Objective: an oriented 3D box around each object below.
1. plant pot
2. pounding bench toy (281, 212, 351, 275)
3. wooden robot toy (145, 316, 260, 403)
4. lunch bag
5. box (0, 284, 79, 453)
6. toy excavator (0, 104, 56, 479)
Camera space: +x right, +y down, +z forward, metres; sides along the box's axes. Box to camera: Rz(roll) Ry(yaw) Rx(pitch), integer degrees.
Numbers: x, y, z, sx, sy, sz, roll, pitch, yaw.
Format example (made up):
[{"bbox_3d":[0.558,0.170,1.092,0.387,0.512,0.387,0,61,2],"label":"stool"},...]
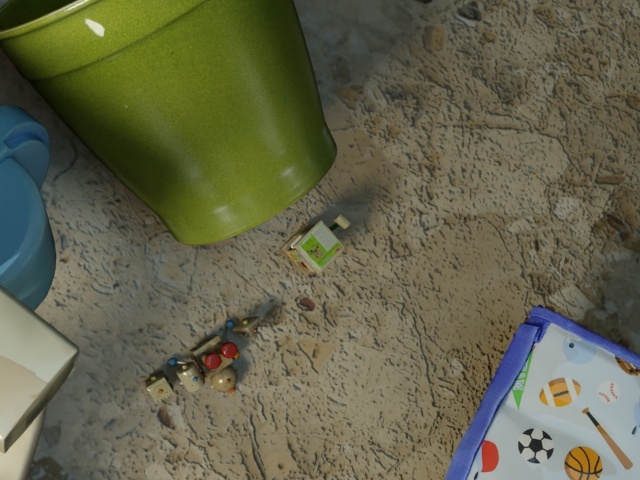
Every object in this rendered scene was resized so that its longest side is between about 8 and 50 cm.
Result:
[{"bbox_3d":[-0.158,-0.198,1.868,0.366,0.366,0.353,-36,111,-17],"label":"plant pot"},{"bbox_3d":[0.000,0.000,2.043,0.083,0.065,0.052,-45,101,-15],"label":"pounding bench toy"},{"bbox_3d":[-0.136,0.172,1.991,0.173,0.076,0.079,-34,110,-17],"label":"wooden robot toy"},{"bbox_3d":[0.360,0.309,2.073,0.385,0.239,0.328,31,81,-23],"label":"lunch bag"},{"bbox_3d":[-0.403,0.069,1.554,0.311,0.148,0.121,38,73,1],"label":"box"},{"bbox_3d":[-0.398,0.071,1.714,0.445,0.222,0.433,37,70,13],"label":"toy excavator"}]
